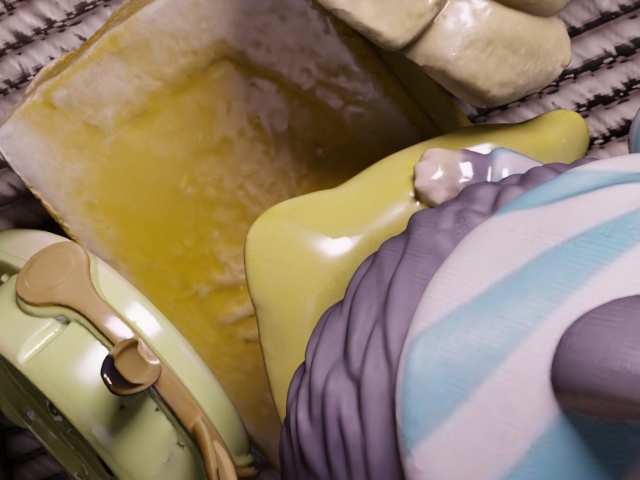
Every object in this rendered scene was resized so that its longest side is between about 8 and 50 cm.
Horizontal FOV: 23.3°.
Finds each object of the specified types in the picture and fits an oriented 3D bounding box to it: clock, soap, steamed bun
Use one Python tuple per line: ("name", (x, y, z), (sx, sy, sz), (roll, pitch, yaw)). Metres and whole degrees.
("clock", (-0.106, 0.076, 0.775), (0.069, 0.232, 0.170), (-42, 108, -19))
("soap", (0.000, 0.000, 0.807), (0.199, 0.091, 0.315), (-35, 106, 15))
("steamed bun", (0.049, -0.151, 0.692), (0.192, 0.177, 0.106), (38, 109, -19))

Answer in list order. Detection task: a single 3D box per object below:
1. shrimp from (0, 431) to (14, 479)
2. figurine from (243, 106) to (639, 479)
("shrimp", (-0.219, 0.168, 0.852), (0.062, 0.164, 0.317), (-2, 118, 22))
("figurine", (0.185, 0.058, 0.589), (0.361, 0.378, 0.266), (-37, 110, -16))
